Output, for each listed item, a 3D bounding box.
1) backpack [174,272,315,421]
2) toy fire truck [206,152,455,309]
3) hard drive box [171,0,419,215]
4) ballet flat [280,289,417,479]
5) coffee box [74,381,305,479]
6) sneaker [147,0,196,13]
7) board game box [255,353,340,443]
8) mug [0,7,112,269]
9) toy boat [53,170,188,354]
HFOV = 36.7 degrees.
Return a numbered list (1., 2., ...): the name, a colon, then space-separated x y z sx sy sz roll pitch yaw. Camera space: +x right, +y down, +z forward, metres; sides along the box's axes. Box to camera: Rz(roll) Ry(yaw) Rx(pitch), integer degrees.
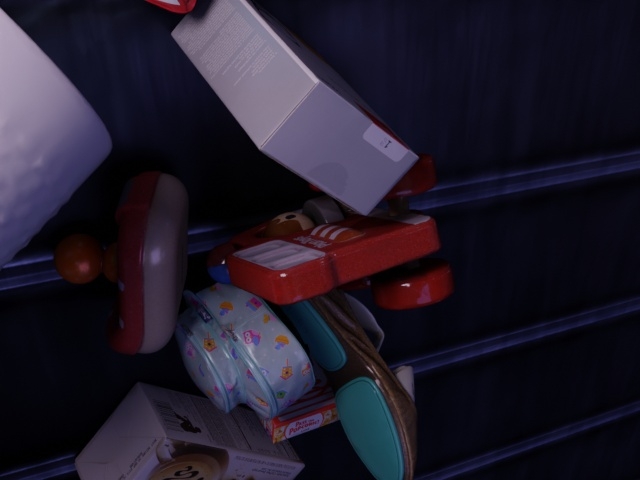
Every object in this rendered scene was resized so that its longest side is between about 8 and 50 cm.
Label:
1. backpack: -0.099 0.144 1.255 0.144 0.188 0.166 -41 156 -24
2. toy fire truck: 0.000 0.000 1.159 0.254 0.302 0.169 -16 104 -23
3. hard drive box: -0.030 -0.153 1.020 0.089 0.232 0.181 -47 140 12
4. ballet flat: 0.058 0.175 1.360 0.124 0.342 0.116 -29 173 -43
5. coffee box: -0.190 0.335 1.452 0.297 0.119 0.168 26 109 -46
6. sneaker: -0.108 -0.305 0.954 0.221 0.087 0.128 -14 144 -8
7. board game box: -0.014 0.206 1.437 0.193 0.147 0.045 -16 136 -24
8. mug: -0.410 -0.081 0.751 0.374 0.276 0.328 46 76 -23
9. toy boat: -0.238 0.028 1.139 0.151 0.151 0.231 6 129 -2
